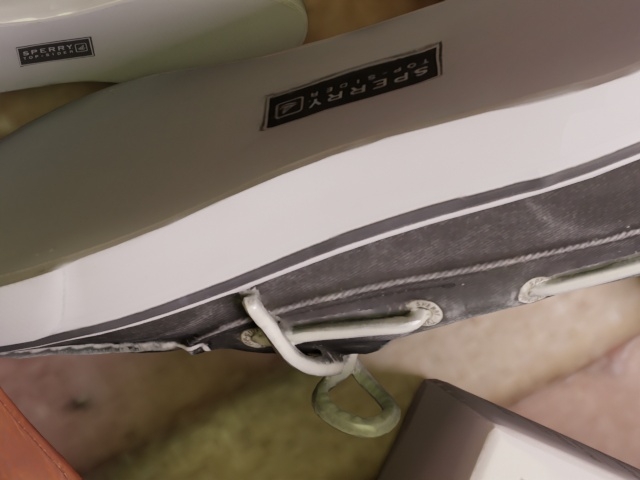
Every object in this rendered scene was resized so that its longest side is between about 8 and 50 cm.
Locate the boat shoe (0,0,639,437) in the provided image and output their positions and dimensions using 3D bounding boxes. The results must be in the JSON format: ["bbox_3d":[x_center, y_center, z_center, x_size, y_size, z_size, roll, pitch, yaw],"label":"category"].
[{"bbox_3d":[0.001,-0.003,0.605,0.306,0.113,0.105,-18,121,14],"label":"boat shoe"}]

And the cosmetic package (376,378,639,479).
[{"bbox_3d":[0.167,0.208,0.610,0.366,0.155,0.197,26,89,-5],"label":"cosmetic package"}]

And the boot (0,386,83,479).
[{"bbox_3d":[-0.204,0.061,0.575,0.264,0.096,0.280,-25,93,32],"label":"boot"}]

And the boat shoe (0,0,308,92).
[{"bbox_3d":[-0.076,-0.079,0.644,0.142,0.049,0.040,-5,52,-9],"label":"boat shoe"}]
